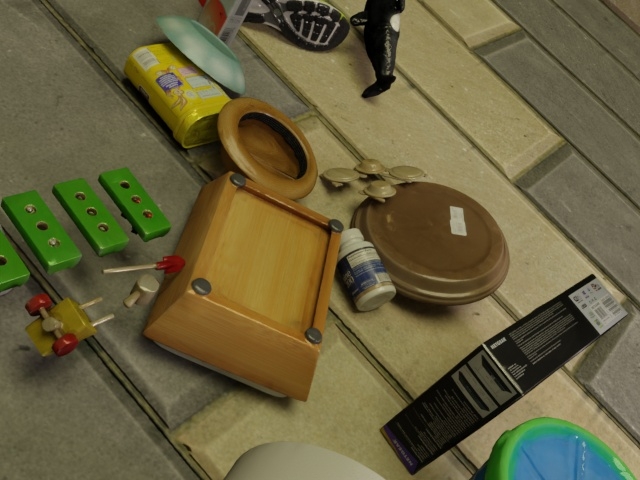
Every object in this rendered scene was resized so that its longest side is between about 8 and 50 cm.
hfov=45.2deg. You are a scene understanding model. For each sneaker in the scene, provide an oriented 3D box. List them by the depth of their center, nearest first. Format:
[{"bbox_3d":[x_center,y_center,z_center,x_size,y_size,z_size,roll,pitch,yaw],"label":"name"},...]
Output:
[{"bbox_3d":[-0.074,-0.483,1.553,0.299,0.111,0.121,18,39,-24],"label":"sneaker"}]

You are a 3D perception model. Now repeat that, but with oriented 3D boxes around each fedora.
[{"bbox_3d":[-0.096,-0.134,1.229,0.194,0.079,0.194,24,48,-31],"label":"fedora"}]

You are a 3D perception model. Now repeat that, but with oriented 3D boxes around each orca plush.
[{"bbox_3d":[0.101,-0.427,1.611,0.102,0.151,0.287,14,68,-13],"label":"orca plush"}]

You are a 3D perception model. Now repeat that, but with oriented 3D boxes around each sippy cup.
[{"bbox_3d":[0.242,0.364,0.916,0.305,0.224,0.240,30,43,-8],"label":"sippy cup"}]

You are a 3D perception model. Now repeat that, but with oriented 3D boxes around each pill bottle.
[{"bbox_3d":[0.064,0.044,1.195,0.067,0.067,0.120,-6,59,-38],"label":"pill bottle"}]

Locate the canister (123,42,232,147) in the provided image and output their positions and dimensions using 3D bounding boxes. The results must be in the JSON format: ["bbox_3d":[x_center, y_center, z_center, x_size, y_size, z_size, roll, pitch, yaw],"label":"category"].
[{"bbox_3d":[-0.224,-0.241,1.252,0.126,0.073,0.170,-24,68,-46],"label":"canister"}]

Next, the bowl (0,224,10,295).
[{"bbox_3d":[-0.436,0.004,0.901,0.142,0.053,0.142,-9,59,-41],"label":"bowl"}]

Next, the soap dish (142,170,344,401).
[{"bbox_3d":[-0.087,0.050,1.051,0.228,0.118,0.291,26,42,-13],"label":"soap dish"}]

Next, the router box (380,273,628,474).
[{"bbox_3d":[0.260,0.183,1.078,0.308,0.243,0.081,-19,66,-44],"label":"router box"}]

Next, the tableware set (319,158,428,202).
[{"bbox_3d":[0.094,-0.112,1.349,0.141,0.020,0.168,22,32,36],"label":"tableware set"}]

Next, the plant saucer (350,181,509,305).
[{"bbox_3d":[0.188,-0.008,1.293,0.277,0.041,0.278,7,45,-7],"label":"plant saucer"}]

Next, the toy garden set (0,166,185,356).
[{"bbox_3d":[-0.282,0.024,0.918,0.244,0.049,0.204,-23,67,-46],"label":"toy garden set"}]

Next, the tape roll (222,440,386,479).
[{"bbox_3d":[-0.024,0.341,0.737,0.246,0.246,0.169,39,41,1],"label":"tape roll"}]

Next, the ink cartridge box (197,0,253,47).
[{"bbox_3d":[-0.193,-0.462,1.417,0.045,0.145,0.179,-8,58,-41],"label":"ink cartridge box"}]

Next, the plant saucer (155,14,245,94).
[{"bbox_3d":[-0.193,-0.329,1.316,0.195,0.037,0.195,39,15,-13],"label":"plant saucer"}]
